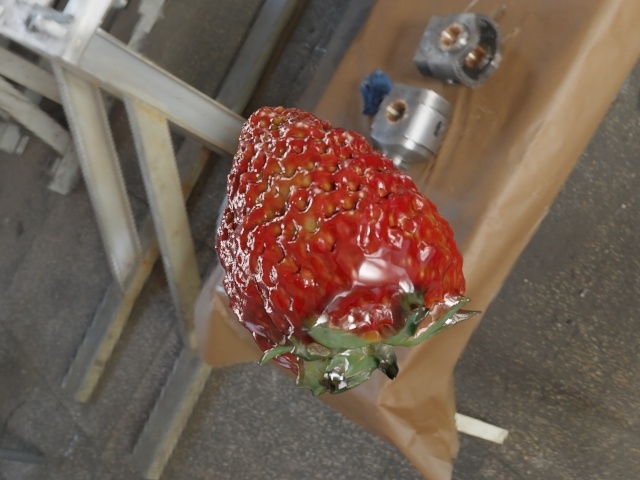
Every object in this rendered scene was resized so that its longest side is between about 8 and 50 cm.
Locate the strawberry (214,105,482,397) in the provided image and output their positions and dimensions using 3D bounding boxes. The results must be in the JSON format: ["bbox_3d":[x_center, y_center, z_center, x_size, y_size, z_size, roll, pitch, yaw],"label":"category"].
[{"bbox_3d":[0.005,0.003,0.440,0.131,0.131,0.148,-36,44,24],"label":"strawberry"}]
